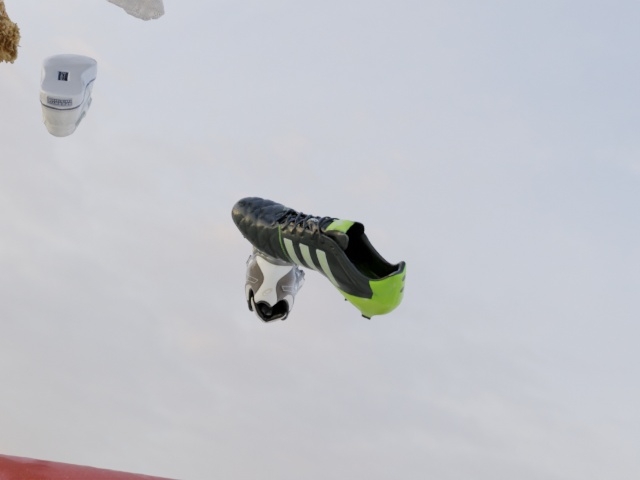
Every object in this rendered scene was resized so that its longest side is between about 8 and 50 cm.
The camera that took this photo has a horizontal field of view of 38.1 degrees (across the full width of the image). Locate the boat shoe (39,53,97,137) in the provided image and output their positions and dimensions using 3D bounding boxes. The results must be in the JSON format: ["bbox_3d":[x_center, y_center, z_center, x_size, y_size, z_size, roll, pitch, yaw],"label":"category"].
[{"bbox_3d":[-0.165,-0.094,0.603,0.035,0.100,0.035,3,-63,-13],"label":"boat shoe"}]

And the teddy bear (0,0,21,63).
[{"bbox_3d":[-0.542,-0.222,1.269,0.245,0.337,0.113,33,15,16],"label":"teddy bear"}]

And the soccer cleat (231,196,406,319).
[{"bbox_3d":[0.000,0.000,0.824,0.179,0.060,0.072,31,-43,15],"label":"soccer cleat"}]

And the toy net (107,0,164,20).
[{"bbox_3d":[-0.225,-0.349,0.991,0.122,0.045,0.232,-26,-70,27],"label":"toy net"}]

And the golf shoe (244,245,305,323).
[{"bbox_3d":[-0.064,0.059,1.131,0.077,0.093,0.198,13,-17,5],"label":"golf shoe"}]

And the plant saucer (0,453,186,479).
[{"bbox_3d":[-0.222,0.348,0.875,0.259,0.258,0.048,12,3,-15],"label":"plant saucer"}]
